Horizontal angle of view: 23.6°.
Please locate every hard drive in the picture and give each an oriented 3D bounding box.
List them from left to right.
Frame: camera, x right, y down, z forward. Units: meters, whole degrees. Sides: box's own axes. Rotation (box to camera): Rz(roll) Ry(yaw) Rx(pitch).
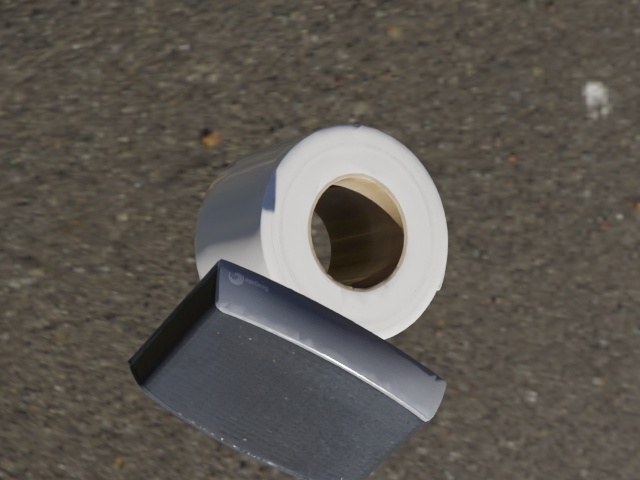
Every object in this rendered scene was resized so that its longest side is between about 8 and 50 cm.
[{"bbox_3d":[-0.029,0.134,1.389,0.254,0.054,0.172,30,123,-22],"label":"hard drive"}]

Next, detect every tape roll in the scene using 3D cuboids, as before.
[{"bbox_3d":[0.000,0.000,1.742,0.246,0.169,0.246,5,81,-30],"label":"tape roll"}]
